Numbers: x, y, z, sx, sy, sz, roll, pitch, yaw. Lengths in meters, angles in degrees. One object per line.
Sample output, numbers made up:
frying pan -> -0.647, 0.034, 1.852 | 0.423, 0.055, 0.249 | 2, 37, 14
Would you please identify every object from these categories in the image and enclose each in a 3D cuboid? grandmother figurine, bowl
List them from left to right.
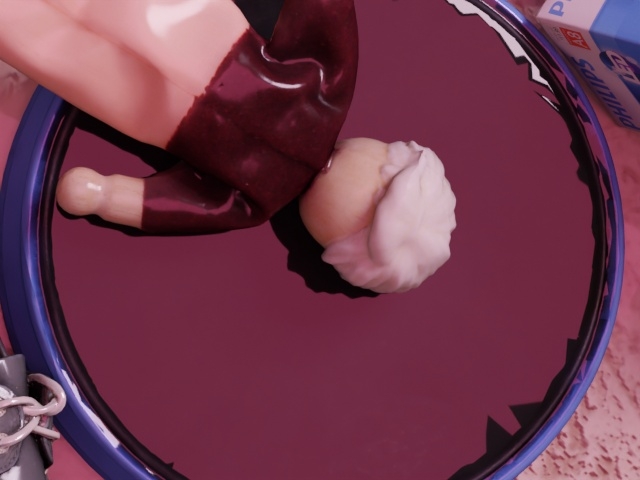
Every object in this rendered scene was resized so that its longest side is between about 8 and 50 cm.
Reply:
grandmother figurine -> -0.062, -0.090, 1.070 | 0.342, 0.104, 0.208 | 37, 109, -11
bowl -> 0.000, 0.000, 1.162 | 0.391, 0.077, 0.391 | 0, 88, -11

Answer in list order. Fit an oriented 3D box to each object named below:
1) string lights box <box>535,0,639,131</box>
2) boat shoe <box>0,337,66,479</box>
string lights box -> 0.269, -0.098, 1.112 | 0.133, 0.260, 0.076 | 42, 75, -46
boat shoe -> -0.199, 0.094, 1.069 | 0.099, 0.116, 0.319 | -34, 78, 10
